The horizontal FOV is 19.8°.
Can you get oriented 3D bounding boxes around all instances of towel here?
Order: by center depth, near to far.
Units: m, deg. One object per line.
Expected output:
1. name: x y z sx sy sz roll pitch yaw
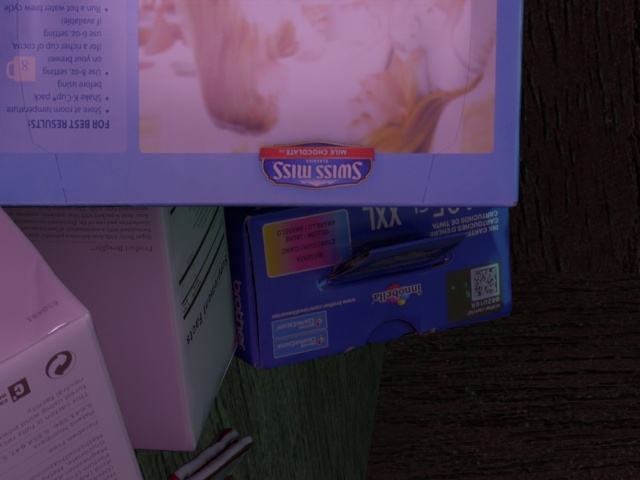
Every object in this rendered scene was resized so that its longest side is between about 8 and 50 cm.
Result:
1. towel: -0.174 0.304 1.480 0.329 0.037 0.237 -58 174 8

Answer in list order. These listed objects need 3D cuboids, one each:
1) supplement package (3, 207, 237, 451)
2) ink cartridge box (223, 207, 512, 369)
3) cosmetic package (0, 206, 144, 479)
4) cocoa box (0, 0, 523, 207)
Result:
1. supplement package: -0.180 0.002 1.476 0.175 0.177 0.293 -69 158 -60
2. ink cartridge box: 0.000 0.000 1.730 0.395 0.270 0.151 26 -57 60
3. cosmetic package: -0.212 0.144 1.114 0.217 0.156 0.385 43 -26 39
4. cocoa box: -0.052 -0.143 1.201 0.228 0.347 0.231 -119 -151 -81
